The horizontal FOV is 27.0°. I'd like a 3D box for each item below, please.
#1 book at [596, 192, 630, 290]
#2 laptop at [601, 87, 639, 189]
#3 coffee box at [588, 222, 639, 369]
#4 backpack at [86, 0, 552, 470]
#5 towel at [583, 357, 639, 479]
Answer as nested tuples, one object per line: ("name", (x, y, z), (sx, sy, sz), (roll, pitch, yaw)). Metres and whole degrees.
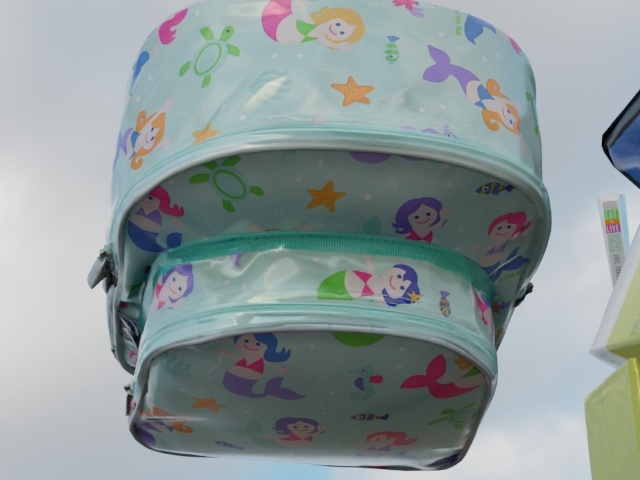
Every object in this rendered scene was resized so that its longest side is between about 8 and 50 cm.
("book", (0.358, 0.019, 1.607), (0.035, 0.144, 0.096), (-7, 5, 14))
("laptop", (0.215, 0.100, 0.198), (0.236, 0.407, 0.382), (10, -24, -7))
("coffee box", (0.496, 0.012, 1.148), (0.338, 0.338, 0.334), (28, -15, -8))
("backpack", (0.000, 0.000, 0.666), (0.225, 0.191, 0.253), (5, -37, -7))
("towel", (0.243, 0.218, 1.029), (0.021, 0.237, 0.102), (4, -26, -13))
